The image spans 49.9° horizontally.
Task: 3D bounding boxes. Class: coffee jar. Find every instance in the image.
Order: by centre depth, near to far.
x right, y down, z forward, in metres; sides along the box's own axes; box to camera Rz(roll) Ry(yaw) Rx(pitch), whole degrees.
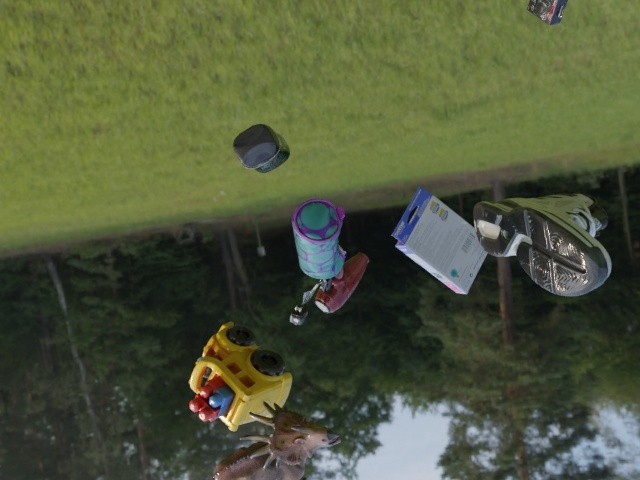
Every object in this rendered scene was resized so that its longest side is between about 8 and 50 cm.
[{"bbox_3d":[-0.126,-0.196,1.480,0.096,0.079,0.184,-31,178,7],"label":"coffee jar"}]

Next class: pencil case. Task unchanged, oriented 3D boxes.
[{"bbox_3d":[0.000,0.000,0.941,0.070,0.064,0.151,-12,159,-2],"label":"pencil case"}]

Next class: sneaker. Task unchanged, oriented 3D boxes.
[{"bbox_3d":[0.533,-0.030,1.467,0.258,0.169,0.447,-15,-162,-10],"label":"sneaker"}]

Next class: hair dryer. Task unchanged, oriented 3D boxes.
[{"bbox_3d":[0.051,0.103,1.769,0.223,0.080,0.293,-57,168,29],"label":"hair dryer"}]

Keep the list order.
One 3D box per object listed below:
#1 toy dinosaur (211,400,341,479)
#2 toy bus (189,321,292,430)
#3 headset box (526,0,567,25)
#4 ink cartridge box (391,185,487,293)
[{"bbox_3d":[-0.104,0.377,1.157,0.296,0.127,0.200,-36,147,-1],"label":"toy dinosaur"},{"bbox_3d":[-0.209,0.305,1.501,0.220,0.149,0.212,39,-148,27],"label":"toy bus"},{"bbox_3d":[0.475,-0.492,1.430,0.032,0.062,0.083,-17,-131,-22],"label":"headset box"},{"bbox_3d":[0.353,0.000,2.040,0.311,0.185,0.065,37,164,-21],"label":"ink cartridge box"}]
